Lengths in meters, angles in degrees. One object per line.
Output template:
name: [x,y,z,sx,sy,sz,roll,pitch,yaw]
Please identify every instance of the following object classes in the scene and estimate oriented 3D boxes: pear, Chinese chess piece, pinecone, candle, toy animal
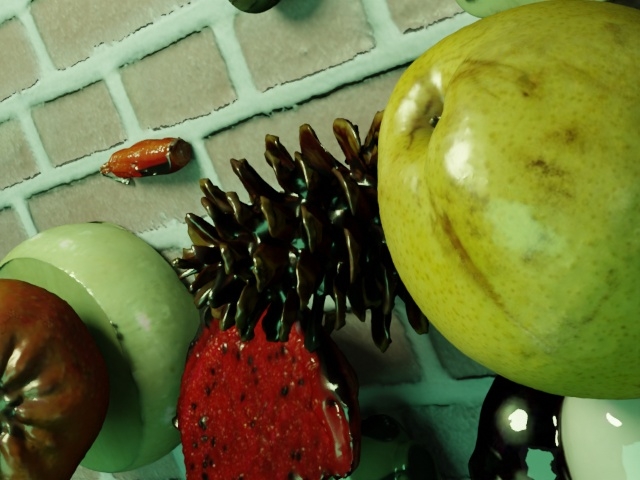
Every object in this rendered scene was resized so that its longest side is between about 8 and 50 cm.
pear: [0.196,-0.029,0.748,0.314,0.314,0.314,18,122,32]
Chinese chess piece: [-0.302,0.145,1.357,0.349,0.146,0.349,19,122,32]
pinecone: [0.001,0.003,0.953,0.246,0.292,0.246,166,90,-73]
candle: [-0.223,-0.099,1.247,0.162,0.048,0.053,-6,73,41]
toy animal: [0.268,0.181,0.882,0.235,0.165,0.187,-20,95,53]

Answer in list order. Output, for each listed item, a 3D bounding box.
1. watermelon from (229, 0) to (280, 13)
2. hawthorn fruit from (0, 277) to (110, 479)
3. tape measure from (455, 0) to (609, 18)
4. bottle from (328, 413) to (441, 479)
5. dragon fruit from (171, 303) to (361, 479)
watermelon: [-0.062,-0.281,0.995,0.078,0.078,0.110,39,130,18]
hawthorn fruit: [-0.399,0.181,1.187,0.298,0.277,0.276,17,126,67]
tape measure: [0.181,-0.298,0.765,0.207,0.115,0.235,5,114,40]
bottle: [0.096,0.372,1.140,0.169,0.168,0.346,-20,94,43]
dragon fruit: [-0.055,0.172,1.120,0.344,0.100,0.282,-33,62,46]
